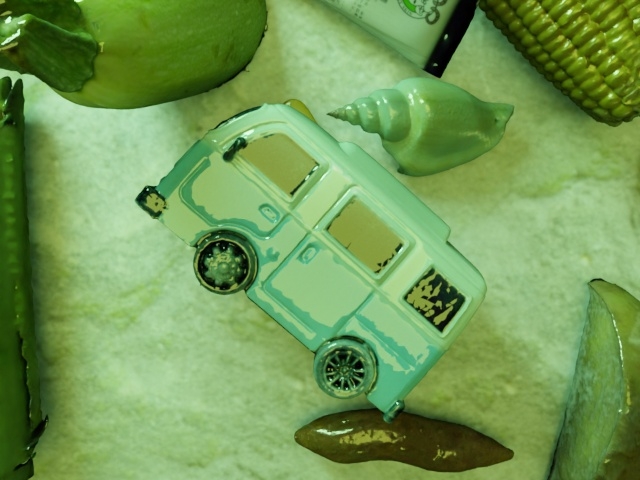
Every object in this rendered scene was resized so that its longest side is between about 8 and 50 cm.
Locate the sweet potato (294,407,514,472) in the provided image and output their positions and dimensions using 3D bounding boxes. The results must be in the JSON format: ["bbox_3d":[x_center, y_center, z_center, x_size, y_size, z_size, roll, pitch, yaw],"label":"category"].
[{"bbox_3d":[0.084,0.192,0.565,0.219,0.051,0.065,6,137,-2],"label":"sweet potato"}]

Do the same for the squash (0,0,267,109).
[{"bbox_3d":[-0.141,-0.145,0.447,0.137,0.287,0.137,7,125,10],"label":"squash"}]

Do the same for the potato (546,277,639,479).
[{"bbox_3d":[0.296,0.176,0.549,0.120,0.100,0.261,10,95,-2],"label":"potato"}]

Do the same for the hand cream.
[{"bbox_3d":[-0.016,-0.268,0.492,0.336,0.121,0.076,32,54,3],"label":"hand cream"}]

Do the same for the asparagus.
[{"bbox_3d":[-0.317,0.046,0.517,0.129,0.108,0.381,0,94,0],"label":"asparagus"}]

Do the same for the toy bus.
[{"bbox_3d":[0.000,0.000,0.505,0.271,0.133,0.165,41,97,-5],"label":"toy bus"}]

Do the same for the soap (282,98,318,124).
[{"bbox_3d":[-0.009,-0.094,0.558,0.034,0.012,0.089,-37,95,4],"label":"soap"}]

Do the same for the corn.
[{"bbox_3d":[0.179,-0.245,0.493,0.131,0.131,0.344,-42,97,2],"label":"corn"}]

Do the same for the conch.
[{"bbox_3d":[0.093,-0.103,0.534,0.180,0.065,0.088,2,94,-11],"label":"conch"}]
